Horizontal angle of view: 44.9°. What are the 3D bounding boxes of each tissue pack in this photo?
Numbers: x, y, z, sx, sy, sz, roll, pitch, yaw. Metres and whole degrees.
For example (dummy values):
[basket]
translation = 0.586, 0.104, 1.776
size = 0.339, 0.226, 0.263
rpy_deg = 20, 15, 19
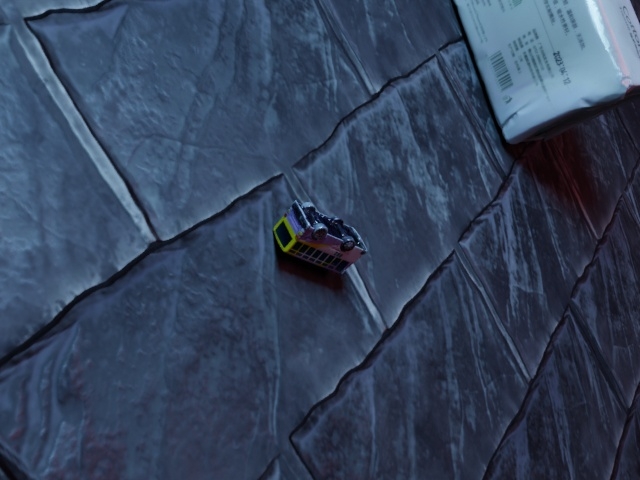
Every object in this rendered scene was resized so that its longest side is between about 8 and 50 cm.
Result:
[tissue pack]
translation = 0.412, -0.376, 1.385
size = 0.194, 0.266, 0.356
rpy_deg = -11, 81, -45

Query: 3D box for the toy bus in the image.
[toy bus]
translation = 0.000, 0.000, 0.907
size = 0.102, 0.058, 0.052
rpy_deg = 24, 27, -41
